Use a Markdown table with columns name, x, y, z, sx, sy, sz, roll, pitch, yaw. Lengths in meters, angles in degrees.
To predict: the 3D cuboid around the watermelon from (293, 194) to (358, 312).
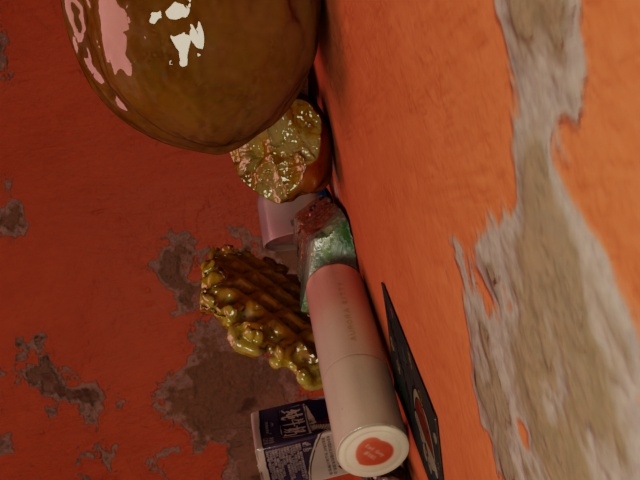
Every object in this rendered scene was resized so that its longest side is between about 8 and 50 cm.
| name | x | y | z | sx | sy | sz | roll | pitch | yaw |
| --- | --- | --- | --- | --- | --- | --- | --- | --- | --- |
| watermelon | 0.000 | 0.000 | 1.447 | 0.241 | 0.094 | 0.154 | -111 | 18 | -65 |

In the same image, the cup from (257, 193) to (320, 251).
| name | x | y | z | sx | sy | sz | roll | pitch | yaw |
| --- | --- | --- | --- | --- | --- | --- | --- | --- | --- |
| cup | -0.043 | -0.064 | 1.830 | 0.134 | 0.173 | 0.142 | -32 | 64 | 53 |

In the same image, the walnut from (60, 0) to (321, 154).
| name | x | y | z | sx | sy | sz | roll | pitch | yaw |
| --- | --- | --- | --- | --- | --- | --- | --- | --- | --- |
| walnut | -0.158 | -0.301 | 1.103 | 0.354 | 0.308 | 0.398 | -120 | 21 | -83 |

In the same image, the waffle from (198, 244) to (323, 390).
| name | x | y | z | sx | sy | sz | roll | pitch | yaw |
| --- | --- | --- | --- | --- | --- | --- | --- | --- | --- |
| waffle | -0.055 | 0.117 | 1.427 | 0.068 | 0.302 | 0.325 | -59 | 26 | 18 |

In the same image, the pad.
| name | x | y | z | sx | sy | sz | roll | pitch | yaw |
| --- | --- | --- | --- | --- | --- | --- | --- | --- | --- |
| pad | 0.103 | 0.179 | 1.008 | 0.245 | 0.006 | 0.170 | -108 | 7 | -58 |

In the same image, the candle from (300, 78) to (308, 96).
| name | x | y | z | sx | sy | sz | roll | pitch | yaw |
| --- | --- | --- | --- | --- | --- | --- | --- | --- | --- |
| candle | -0.080 | -0.271 | 1.444 | 0.168 | 0.068 | 0.192 | 55 | 133 | 43 |

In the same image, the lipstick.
| name | x | y | z | sx | sy | sz | roll | pitch | yaw |
| --- | --- | --- | --- | --- | --- | --- | --- | --- | --- |
| lipstick | 0.040 | 0.154 | 1.173 | 0.327 | 0.087 | 0.087 | -103 | 3 | -57 |

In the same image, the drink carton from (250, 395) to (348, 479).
| name | x | y | z | sx | sy | sz | roll | pitch | yaw |
| --- | --- | --- | --- | --- | --- | --- | --- | --- | --- |
| drink carton | -0.009 | 0.367 | 1.678 | 0.134 | 0.222 | 0.102 | -112 | 10 | -71 |

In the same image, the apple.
| name | x | y | z | sx | sy | sz | roll | pitch | yaw |
| --- | --- | --- | --- | --- | --- | --- | --- | --- | --- |
| apple | -0.055 | -0.136 | 1.345 | 0.147 | 0.156 | 0.158 | -62 | -48 | -69 |

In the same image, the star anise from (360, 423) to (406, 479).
| name | x | y | z | sx | sy | sz | roll | pitch | yaw |
| --- | --- | --- | --- | --- | --- | --- | --- | --- | --- |
| star anise | 0.079 | 0.305 | 1.235 | 0.262 | 0.081 | 0.230 | 86 | 161 | -52 |

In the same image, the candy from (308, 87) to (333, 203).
| name | x | y | z | sx | sy | sz | roll | pitch | yaw |
| --- | --- | --- | --- | --- | --- | --- | --- | --- | --- |
| candy | -0.047 | -0.221 | 1.557 | 0.187 | 0.077 | 0.331 | 70 | -179 | -58 |
